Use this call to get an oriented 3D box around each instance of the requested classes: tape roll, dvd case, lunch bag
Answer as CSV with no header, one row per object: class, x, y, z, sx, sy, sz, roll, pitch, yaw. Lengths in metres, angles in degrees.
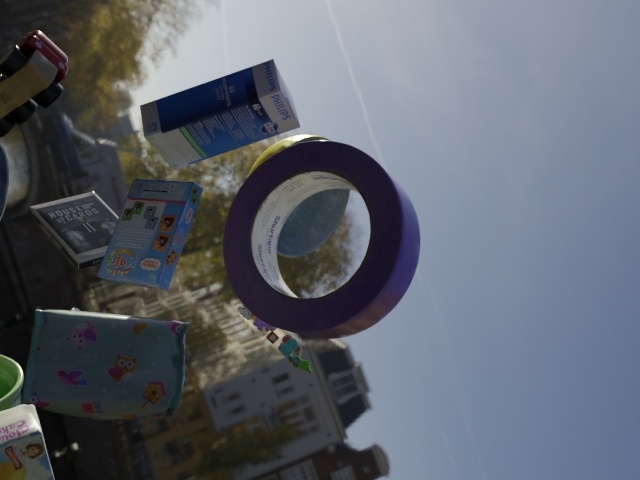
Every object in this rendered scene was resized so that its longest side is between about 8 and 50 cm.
tape roll,0.000,0.000,1.129,0.275,0.275,0.090,66,14,21
dvd case,-0.565,-0.028,1.900,0.239,0.179,0.029,41,-50,29
lunch bag,-0.318,0.192,1.195,0.262,0.223,0.160,132,-37,-72

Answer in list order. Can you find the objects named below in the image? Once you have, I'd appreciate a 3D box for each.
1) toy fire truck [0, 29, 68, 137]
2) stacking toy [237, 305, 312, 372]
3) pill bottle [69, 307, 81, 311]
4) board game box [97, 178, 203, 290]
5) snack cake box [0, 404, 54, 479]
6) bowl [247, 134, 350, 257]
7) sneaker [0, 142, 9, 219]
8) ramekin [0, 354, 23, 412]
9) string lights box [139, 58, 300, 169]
toy fire truck,-0.593,-0.346,1.614,0.158,0.217,0.246,44,36,-35
stacking toy,-0.096,0.218,1.814,0.221,0.052,0.167,44,-5,9
pill bottle,-0.541,0.182,1.675,0.043,0.083,0.043,42,14,-12
board game box,-0.328,-0.016,1.515,0.039,0.160,0.211,43,59,-53
snack cake box,-0.513,0.412,1.290,0.089,0.152,0.264,43,-37,51
bowl,-0.082,-0.120,1.847,0.156,0.289,0.289,26,-43,41
sneaker,-0.615,-0.018,1.360,0.148,0.131,0.350,4,-101,56
ramekin,-0.824,0.384,1.769,0.303,0.303,0.148,-135,-136,-62
string lights box,-0.182,-0.227,1.447,0.133,0.260,0.076,58,16,-64
